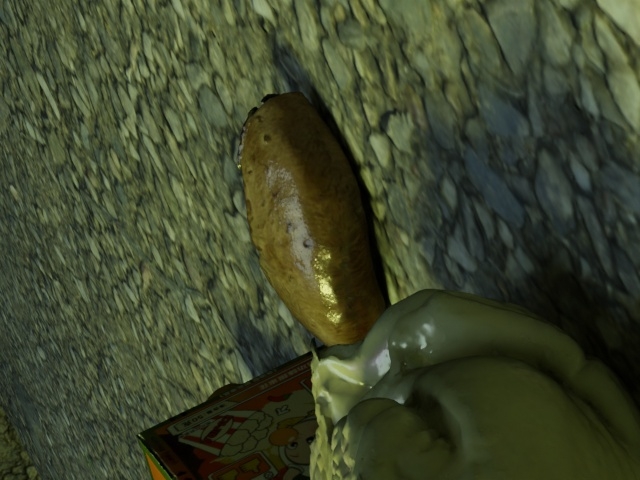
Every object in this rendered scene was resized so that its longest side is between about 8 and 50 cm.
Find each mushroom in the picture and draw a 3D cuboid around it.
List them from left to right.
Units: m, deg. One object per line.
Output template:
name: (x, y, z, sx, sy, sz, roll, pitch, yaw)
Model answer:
mushroom: (-0.002, 0.000, 1.211, 0.094, 0.072, 0.210, 26, 137, 50)

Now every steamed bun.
steamed bun: (0.101, 0.173, 0.933, 0.320, 0.206, 0.275, -100, 10, -69)

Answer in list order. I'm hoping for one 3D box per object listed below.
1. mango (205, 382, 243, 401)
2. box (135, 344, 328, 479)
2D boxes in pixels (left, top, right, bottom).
mango: (-0.044, 0.224, 1.532, 0.262, 0.130, 0.167, -139, 32, -61)
box: (-0.009, 0.196, 1.278, 0.177, 0.195, 0.148, 42, 152, 52)
